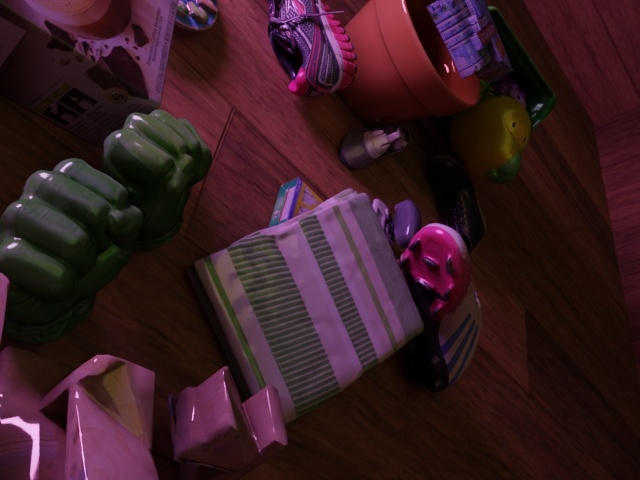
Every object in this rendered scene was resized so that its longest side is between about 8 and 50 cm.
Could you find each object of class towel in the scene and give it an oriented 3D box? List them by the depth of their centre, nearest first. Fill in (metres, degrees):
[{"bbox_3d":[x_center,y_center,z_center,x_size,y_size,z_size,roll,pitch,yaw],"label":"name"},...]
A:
[{"bbox_3d":[-0.003,0.081,0.840,0.324,0.038,0.248,-26,93,-42],"label":"towel"}]

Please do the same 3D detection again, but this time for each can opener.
[{"bbox_3d":[0.114,0.021,1.033,0.076,0.095,0.283,51,31,-26],"label":"can opener"}]

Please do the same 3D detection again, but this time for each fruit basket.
[{"bbox_3d":[0.384,-0.305,1.392,0.392,0.283,0.392,41,11,-10],"label":"fruit basket"}]

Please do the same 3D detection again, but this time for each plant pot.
[{"bbox_3d":[0.154,-0.355,1.194,0.291,0.203,0.291,28,52,-43],"label":"plant pot"}]

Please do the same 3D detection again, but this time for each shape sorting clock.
[{"bbox_3d":[-0.211,-0.383,0.836,0.206,0.040,0.206,47,31,-41],"label":"shape sorting clock"}]

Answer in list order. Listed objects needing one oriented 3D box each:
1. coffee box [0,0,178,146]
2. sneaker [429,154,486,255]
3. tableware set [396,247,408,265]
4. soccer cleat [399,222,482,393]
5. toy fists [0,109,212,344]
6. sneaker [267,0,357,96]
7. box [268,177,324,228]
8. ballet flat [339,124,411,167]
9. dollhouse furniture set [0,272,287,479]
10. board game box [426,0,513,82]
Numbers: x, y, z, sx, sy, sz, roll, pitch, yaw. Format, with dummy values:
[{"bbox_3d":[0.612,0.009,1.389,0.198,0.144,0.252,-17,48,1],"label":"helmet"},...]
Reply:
[{"bbox_3d":[-0.300,-0.247,0.601,0.297,0.118,0.168,29,51,-43],"label":"coffee box"},{"bbox_3d":[0.297,-0.074,1.344,0.222,0.083,0.118,59,36,-15],"label":"sneaker"},{"bbox_3d":[0.182,0.106,1.136,0.194,0.039,0.128,54,25,-29],"label":"tableware set"},{"bbox_3d":[0.205,0.099,1.007,0.143,0.116,0.331,-30,132,-34],"label":"soccer cleat"},{"bbox_3d":[-0.197,-0.026,0.582,0.096,0.142,0.279,27,39,8],"label":"toy fists"},{"bbox_3d":[-0.048,-0.385,1.025,0.112,0.121,0.299,-24,84,-25],"label":"sneaker"},{"bbox_3d":[0.000,0.000,0.943,0.179,0.043,0.105,43,42,-34],"label":"box"},{"bbox_3d":[0.111,-0.189,1.167,0.213,0.068,0.072,-27,94,-55],"label":"ballet flat"},{"bbox_3d":[-0.210,0.272,0.429,0.362,0.256,0.394,34,27,-40],"label":"dollhouse furniture set"},{"bbox_3d":[0.295,-0.386,1.171,0.194,0.060,0.194,58,36,-13],"label":"board game box"}]
